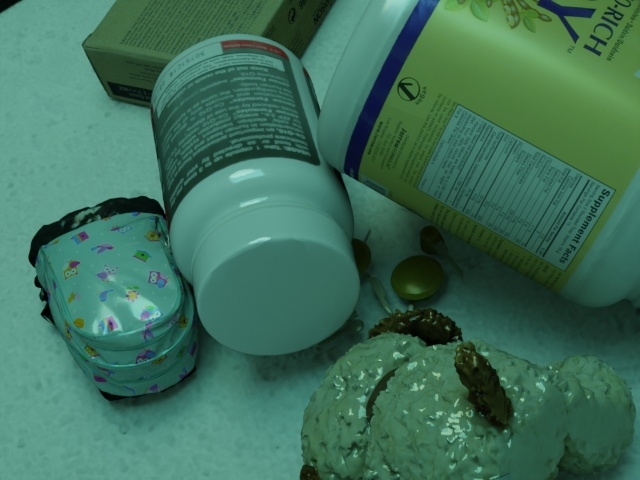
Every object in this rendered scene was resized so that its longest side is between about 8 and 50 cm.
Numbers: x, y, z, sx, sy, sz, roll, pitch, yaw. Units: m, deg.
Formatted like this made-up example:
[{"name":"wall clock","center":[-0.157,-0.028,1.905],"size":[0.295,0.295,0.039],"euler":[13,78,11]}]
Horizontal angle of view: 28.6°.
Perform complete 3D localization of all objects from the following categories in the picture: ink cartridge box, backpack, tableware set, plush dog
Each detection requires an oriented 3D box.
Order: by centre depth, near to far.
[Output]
[{"name":"plush dog","center":[0.078,0.148,0.960],"size":[0.225,0.210,0.262],"euler":[4,51,46]},{"name":"backpack","center":[-0.182,0.052,1.127],"size":[0.152,0.115,0.182],"euler":[-22,53,-6]},{"name":"tableware set","center":[0.046,0.035,1.140],"size":[0.154,0.024,0.104],"euler":[-27,52,-3]},{"name":"ink cartridge box","center":[-0.110,-0.246,1.355],"size":[0.193,0.088,0.234],"euler":[14,58,25]}]

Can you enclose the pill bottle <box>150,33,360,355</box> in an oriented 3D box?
[{"name":"pill bottle","center":[-0.061,-0.044,1.120],"size":[0.161,0.161,0.283],"euler":[-17,43,1]}]

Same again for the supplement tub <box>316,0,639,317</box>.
[{"name":"supplement tub","center":[0.191,-0.094,1.022],"size":[0.331,0.241,0.241],"euler":[29,63,8]}]

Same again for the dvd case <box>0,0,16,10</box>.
[{"name":"dvd case","center":[-0.492,-0.324,1.554],"size":[0.180,0.022,0.253],"euler":[-36,53,-13]}]

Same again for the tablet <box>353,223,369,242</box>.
[{"name":"tablet","center":[0.000,0.000,1.190],"size":[0.083,0.006,0.054],"euler":[12,57,22]}]
